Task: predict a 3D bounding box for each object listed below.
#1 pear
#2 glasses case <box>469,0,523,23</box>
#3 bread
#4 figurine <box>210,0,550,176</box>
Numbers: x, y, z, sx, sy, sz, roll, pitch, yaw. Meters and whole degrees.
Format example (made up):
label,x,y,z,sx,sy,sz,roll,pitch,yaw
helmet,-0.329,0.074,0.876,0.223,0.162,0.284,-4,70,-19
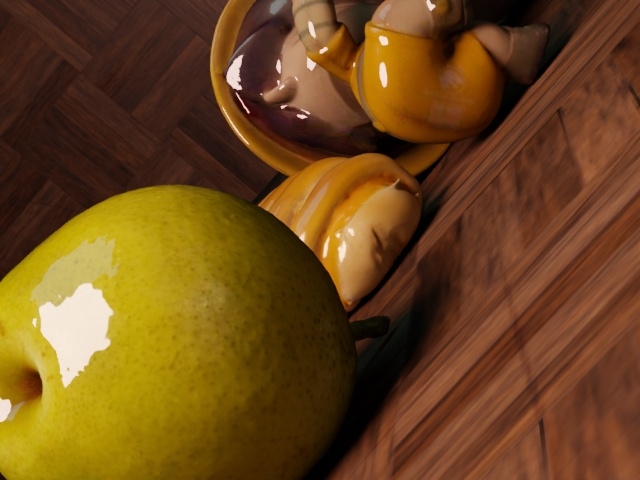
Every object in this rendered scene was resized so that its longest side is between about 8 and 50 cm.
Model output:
label,x,y,z,sx,sy,sz,roll,pitch,yaw
pear,-0.056,0.059,0.751,0.216,0.166,0.180,-10,-42,-47
glasses case,0.102,-0.225,1.310,0.113,0.075,0.297,-43,-16,25
bread,0.000,0.000,1.012,0.119,0.084,0.177,-52,10,-21
figurine,0.030,-0.116,1.090,0.257,0.192,0.167,-153,70,-70
